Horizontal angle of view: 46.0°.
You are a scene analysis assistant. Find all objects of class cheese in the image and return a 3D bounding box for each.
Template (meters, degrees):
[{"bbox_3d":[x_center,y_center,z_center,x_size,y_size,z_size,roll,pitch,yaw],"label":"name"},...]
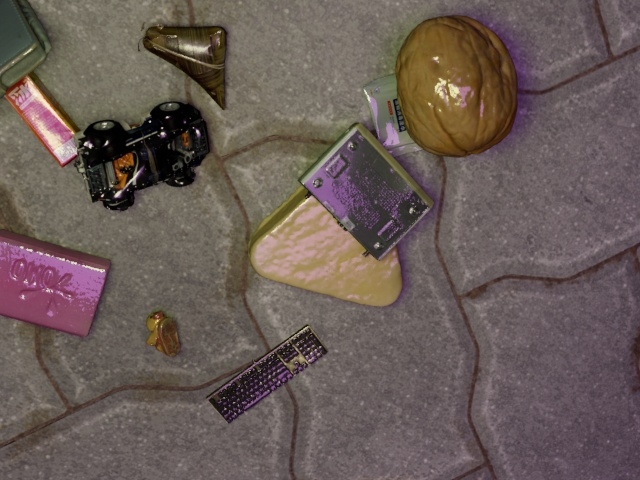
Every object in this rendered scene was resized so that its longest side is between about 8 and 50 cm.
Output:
[{"bbox_3d":[0.000,-0.001,1.784,0.384,0.104,0.383,-3,105,-10],"label":"cheese"}]

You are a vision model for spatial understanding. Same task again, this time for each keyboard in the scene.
[{"bbox_3d":[-0.134,0.335,1.886,0.317,0.027,0.106,-36,109,0],"label":"keyboard"}]

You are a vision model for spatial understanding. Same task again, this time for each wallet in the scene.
[{"bbox_3d":[-0.710,-0.334,1.499,0.360,0.252,0.083,-39,144,1],"label":"wallet"}]

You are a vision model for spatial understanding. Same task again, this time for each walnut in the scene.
[{"bbox_3d":[0.298,-0.342,1.671,0.277,0.252,0.312,-8,87,-26],"label":"walnut"}]

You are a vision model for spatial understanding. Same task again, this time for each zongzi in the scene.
[{"bbox_3d":[-0.298,-0.376,1.647,0.187,0.084,0.184,1,114,-4],"label":"zongzi"}]

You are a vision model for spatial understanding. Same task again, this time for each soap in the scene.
[{"bbox_3d":[-0.624,0.097,1.698,0.260,0.081,0.181,19,100,-15],"label":"soap"}]

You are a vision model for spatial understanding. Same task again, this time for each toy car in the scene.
[{"bbox_3d":[-0.376,-0.189,1.624,0.301,0.118,0.193,-27,130,-31],"label":"toy car"}]

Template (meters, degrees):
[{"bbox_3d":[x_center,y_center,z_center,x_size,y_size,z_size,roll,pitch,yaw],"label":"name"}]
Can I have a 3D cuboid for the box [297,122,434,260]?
[{"bbox_3d":[0.103,-0.103,1.702,0.211,0.045,0.270,-44,109,-1],"label":"box"}]

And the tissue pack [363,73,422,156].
[{"bbox_3d":[0.176,-0.294,1.783,0.123,0.026,0.193,-17,107,-7],"label":"tissue pack"}]

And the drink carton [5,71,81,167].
[{"bbox_3d":[-0.589,-0.269,1.603,0.071,0.096,0.223,-36,109,0],"label":"drink carton"}]

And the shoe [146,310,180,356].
[{"bbox_3d":[-0.378,0.225,1.787,0.072,0.069,0.109,-51,126,-34],"label":"shoe"}]
